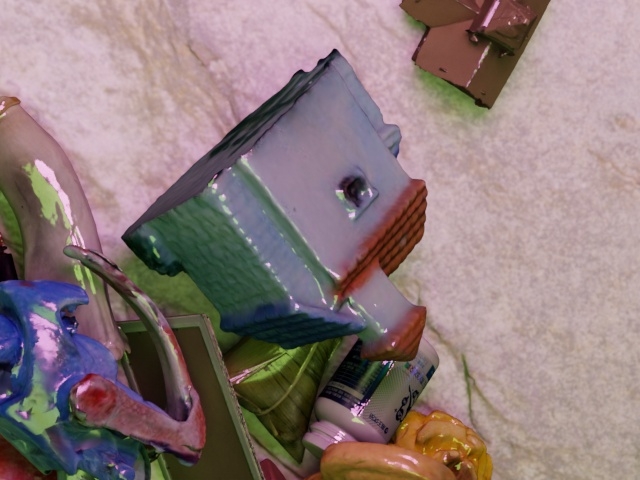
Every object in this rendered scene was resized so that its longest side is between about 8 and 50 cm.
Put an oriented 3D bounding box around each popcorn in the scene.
[{"bbox_3d":[0.147,0.295,1.626,0.167,0.152,0.148,15,117,-6],"label":"popcorn"}]

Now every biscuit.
[{"bbox_3d":[0.104,0.363,1.566,0.269,0.051,0.376,3,144,24],"label":"biscuit"}]

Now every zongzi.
[{"bbox_3d":[-0.010,0.168,1.611,0.205,0.094,0.204,-42,119,-7],"label":"zongzi"}]

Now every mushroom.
[{"bbox_3d":[-0.326,-0.010,1.522,0.109,0.097,0.351,-16,97,26],"label":"mushroom"}]

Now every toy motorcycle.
[{"bbox_3d":[-0.286,0.158,1.431,0.182,0.241,0.319,-29,115,30],"label":"toy motorcycle"}]

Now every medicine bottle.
[{"bbox_3d":[0.061,0.200,1.582,0.107,0.107,0.191,40,71,-12],"label":"medicine bottle"}]

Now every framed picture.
[{"bbox_3d":[-0.160,0.219,1.543,0.017,0.217,0.274,-26,103,-41],"label":"framed picture"}]

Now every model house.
[{"bbox_3d":[0.000,0.000,1.480,0.329,0.252,0.295,48,54,-9],"label":"model house"},{"bbox_3d":[0.193,-0.270,1.480,0.176,0.248,0.181,28,93,-11],"label":"model house"}]

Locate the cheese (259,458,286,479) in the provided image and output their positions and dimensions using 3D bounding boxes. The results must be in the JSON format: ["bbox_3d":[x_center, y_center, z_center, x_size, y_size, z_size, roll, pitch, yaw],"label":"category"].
[{"bbox_3d":[-0.089,0.380,1.613,0.203,0.128,0.177,15,95,-6],"label":"cheese"}]

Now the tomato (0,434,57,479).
[{"bbox_3d":[-0.390,0.304,1.526,0.309,0.170,0.309,-6,144,-4],"label":"tomato"}]

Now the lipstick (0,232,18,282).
[{"bbox_3d":[-0.427,-0.026,1.500,0.077,0.077,0.418,-17,94,-5],"label":"lipstick"}]
